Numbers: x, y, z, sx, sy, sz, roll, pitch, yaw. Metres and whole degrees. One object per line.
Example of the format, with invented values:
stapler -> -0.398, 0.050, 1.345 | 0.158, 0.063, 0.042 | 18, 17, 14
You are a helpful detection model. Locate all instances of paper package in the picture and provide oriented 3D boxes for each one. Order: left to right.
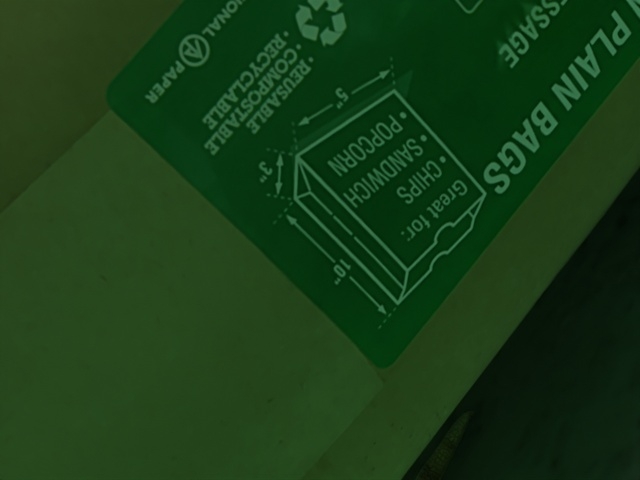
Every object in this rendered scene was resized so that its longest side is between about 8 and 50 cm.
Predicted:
paper package -> -0.079, -0.034, 0.469 | 0.325, 0.168, 0.309 | -51, 29, -10

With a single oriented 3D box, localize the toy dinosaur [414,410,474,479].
toy dinosaur -> -0.045, 0.131, 0.505 | 0.211, 0.112, 0.064 | -11, 14, 18
